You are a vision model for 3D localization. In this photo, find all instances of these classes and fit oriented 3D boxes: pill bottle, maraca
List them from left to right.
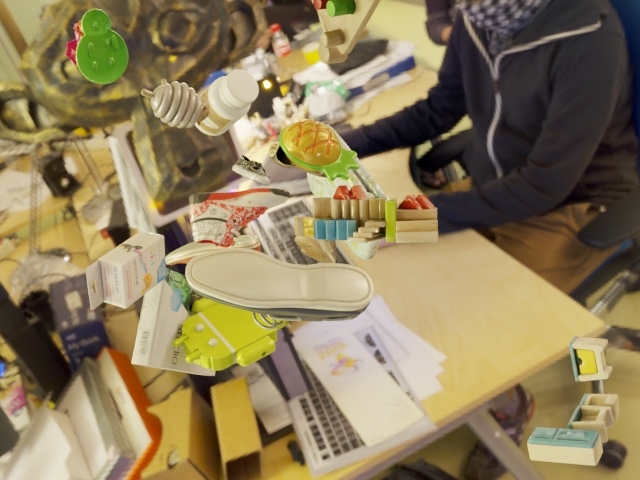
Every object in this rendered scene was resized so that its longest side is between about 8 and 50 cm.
[{"bbox_3d":[-0.279,-0.407,2.170,0.131,0.131,0.229,-44,11,-34],"label":"pill bottle"},{"bbox_3d":[-0.004,-0.196,1.606,0.186,0.099,0.127,35,56,10],"label":"maraca"}]

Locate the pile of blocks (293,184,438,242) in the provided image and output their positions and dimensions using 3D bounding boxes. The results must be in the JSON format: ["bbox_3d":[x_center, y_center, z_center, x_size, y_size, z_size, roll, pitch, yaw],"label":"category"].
[{"bbox_3d":[0.083,-0.059,1.547,0.362,0.112,0.149,2,7,31],"label":"pile of blocks"}]

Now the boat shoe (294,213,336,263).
[{"bbox_3d":[0.000,0.000,1.977,0.103,0.285,0.092,22,81,15],"label":"boat shoe"}]

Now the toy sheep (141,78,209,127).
[{"bbox_3d":[-0.265,-0.250,1.348,0.132,0.091,0.091,12,19,-28],"label":"toy sheep"}]

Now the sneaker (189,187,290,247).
[{"bbox_3d":[-0.211,-0.057,1.957,0.270,0.145,0.090,-5,-9,-3],"label":"sneaker"}]

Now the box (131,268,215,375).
[{"bbox_3d":[-0.344,0.213,1.858,0.058,0.322,0.232,3,78,20],"label":"box"}]

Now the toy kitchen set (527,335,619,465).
[{"bbox_3d":[0.471,0.295,1.396,0.122,0.166,0.207,-7,12,35],"label":"toy kitchen set"}]

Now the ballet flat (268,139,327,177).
[{"bbox_3d":[-0.061,-0.220,1.935,0.250,0.058,0.084,28,99,44],"label":"ballet flat"}]

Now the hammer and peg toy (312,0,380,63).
[{"bbox_3d":[0.024,-0.588,1.754,0.127,0.266,0.361,-20,-14,-26],"label":"hammer and peg toy"}]

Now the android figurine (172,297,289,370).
[{"bbox_3d":[-0.221,0.216,1.790,0.273,0.056,0.248,-22,43,-28],"label":"android figurine"}]

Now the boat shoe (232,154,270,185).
[{"bbox_3d":[-0.140,-0.146,1.519,0.142,0.049,0.040,29,95,55],"label":"boat shoe"}]

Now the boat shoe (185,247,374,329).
[{"bbox_3d":[-0.057,0.068,1.008,0.254,0.079,0.095,3,55,-13],"label":"boat shoe"}]

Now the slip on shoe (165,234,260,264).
[{"bbox_3d":[-0.329,0.053,2.242,0.331,0.101,0.123,-6,17,22],"label":"slip on shoe"}]

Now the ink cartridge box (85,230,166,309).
[{"bbox_3d":[-0.394,0.066,1.516,0.062,0.104,0.181,13,30,21],"label":"ink cartridge box"}]

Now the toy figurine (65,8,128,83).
[{"bbox_3d":[-0.563,-0.475,1.779,0.130,0.173,0.159,-25,33,-33],"label":"toy figurine"}]

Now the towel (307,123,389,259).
[{"bbox_3d":[0.077,-0.152,2.356,0.090,0.320,0.374,-29,66,-17],"label":"towel"}]
